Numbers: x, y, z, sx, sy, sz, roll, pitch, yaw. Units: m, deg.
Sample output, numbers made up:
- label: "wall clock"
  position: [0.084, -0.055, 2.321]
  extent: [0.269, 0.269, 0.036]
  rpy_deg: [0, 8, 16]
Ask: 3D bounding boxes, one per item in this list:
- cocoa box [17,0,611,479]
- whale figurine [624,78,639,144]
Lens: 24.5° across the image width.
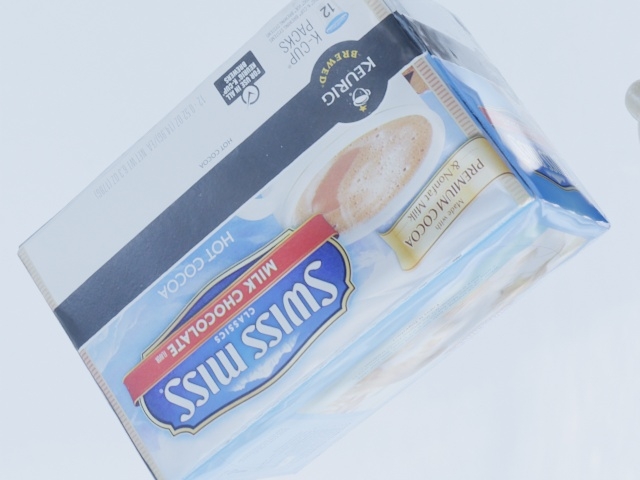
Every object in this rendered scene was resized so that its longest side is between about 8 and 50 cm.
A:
- label: "cocoa box"
  position: [0.000, 0.000, 1.114]
  extent: [0.228, 0.347, 0.231]
  rpy_deg: [56, 17, 18]
- label: "whale figurine"
  position: [0.394, -0.133, 1.363]
  extent: [0.141, 0.216, 0.272]
  rpy_deg: [53, 37, -41]
